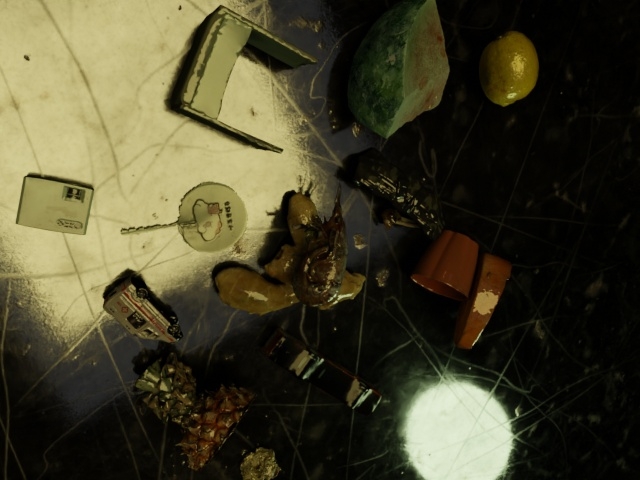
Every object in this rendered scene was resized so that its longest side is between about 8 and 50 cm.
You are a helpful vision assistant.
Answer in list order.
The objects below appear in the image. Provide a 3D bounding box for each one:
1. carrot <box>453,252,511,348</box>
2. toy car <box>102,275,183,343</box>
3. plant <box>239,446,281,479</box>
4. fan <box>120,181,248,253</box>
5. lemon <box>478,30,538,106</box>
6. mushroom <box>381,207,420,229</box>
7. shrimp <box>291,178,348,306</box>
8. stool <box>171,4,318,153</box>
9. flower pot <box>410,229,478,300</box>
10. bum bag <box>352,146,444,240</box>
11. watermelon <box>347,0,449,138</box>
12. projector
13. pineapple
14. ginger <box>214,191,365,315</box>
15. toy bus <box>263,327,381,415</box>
[{"bbox_3d":[0.495,0.194,1.673,0.100,0.258,0.308,19,95,12],"label":"carrot"},{"bbox_3d":[-0.443,0.193,1.359,0.108,0.089,0.210,-41,112,-9],"label":"toy car"},{"bbox_3d":[-0.171,0.675,1.602,0.116,0.105,0.122,-17,149,18],"label":"plant"},{"bbox_3d":[-0.346,-0.046,1.390,0.328,0.009,0.191,-13,108,-23],"label":"fan"},{"bbox_3d":[0.555,-0.505,1.589,0.169,0.170,0.208,-22,111,-17],"label":"lemon"},{"bbox_3d":[0.259,-0.057,1.623,0.186,0.060,0.061,10,140,-32],"label":"mushroom"},{"bbox_3d":[0.007,0.002,1.396,0.116,0.145,0.343,35,65,-61],"label":"shrimp"},{"bbox_3d":[-0.189,-0.377,1.297,0.269,0.170,0.244,22,93,-26],"label":"stool"},{"bbox_3d":[0.392,0.070,1.644,0.190,0.190,0.173,29,80,-25],"label":"flower pot"},{"bbox_3d":[0.240,-0.139,1.555,0.340,0.095,0.144,35,61,-16],"label":"bum bag"},{"bbox_3d":[0.230,-0.440,1.448,0.258,0.228,0.388,18,85,-34],"label":"watermelon"},{"bbox_3d":[-0.610,-0.082,1.243,0.147,0.061,0.115,11,98,-25],"label":"projector"},{"bbox_3d":[-0.348,0.418,1.407,0.271,0.262,0.263,38,85,-2],"label":"pineapple"},{"bbox_3d":[-0.062,0.108,1.486,0.348,0.122,0.363,46,72,-16],"label":"ginger"},{"bbox_3d":[0.012,0.393,1.593,0.408,0.092,0.093,37,88,-25],"label":"toy bus"}]
